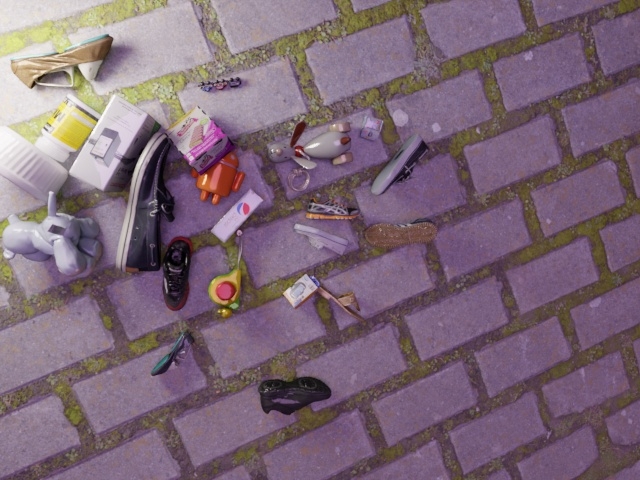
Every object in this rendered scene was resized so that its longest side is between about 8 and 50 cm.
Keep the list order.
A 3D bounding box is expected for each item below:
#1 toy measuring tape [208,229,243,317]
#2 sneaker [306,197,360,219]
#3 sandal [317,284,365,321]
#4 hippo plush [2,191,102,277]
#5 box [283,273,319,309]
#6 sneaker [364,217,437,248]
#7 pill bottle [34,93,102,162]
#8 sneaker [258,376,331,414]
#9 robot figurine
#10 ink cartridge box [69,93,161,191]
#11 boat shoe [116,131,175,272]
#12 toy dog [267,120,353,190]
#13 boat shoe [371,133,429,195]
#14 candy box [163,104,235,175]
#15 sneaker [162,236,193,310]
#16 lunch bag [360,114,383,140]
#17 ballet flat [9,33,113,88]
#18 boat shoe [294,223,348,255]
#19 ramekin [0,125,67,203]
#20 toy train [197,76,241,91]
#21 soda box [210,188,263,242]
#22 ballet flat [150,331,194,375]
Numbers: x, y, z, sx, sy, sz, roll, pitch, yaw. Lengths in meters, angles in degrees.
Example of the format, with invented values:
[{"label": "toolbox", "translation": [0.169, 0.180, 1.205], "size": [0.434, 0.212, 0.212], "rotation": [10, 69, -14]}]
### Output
[{"label": "toy measuring tape", "translation": [-0.355, 0.122, 1.494], "size": [0.121, 0.121, 0.330], "rotation": [3, 85, -10]}, {"label": "sneaker", "translation": [0.052, -0.120, 1.559], "size": [0.215, 0.084, 0.083], "rotation": [1, 89, -9]}, {"label": "sandal", "translation": [0.099, 0.229, 1.589], "size": [0.240, 0.088, 0.079], "rotation": [34, 94, -6]}, {"label": "hippo plush", "translation": [-0.897, 0.020, 1.314], "size": [0.236, 0.294, 0.234], "rotation": [-10, 74, -1]}, {"label": "box", "translation": [-0.070, 0.193, 1.565], "size": [0.136, 0.028, 0.081], "rotation": [-41, 60, -4]}, {"label": "sneaker", "translation": [0.329, -0.033, 1.616], "size": [0.282, 0.153, 0.099], "rotation": [-3, 98, 20]}, {"label": "pill bottle", "translation": [-0.852, -0.376, 1.358], "size": [0.119, 0.119, 0.208], "rotation": [35, 87, -11]}, {"label": "sneaker", "translation": [-0.100, 0.618, 1.586], "size": [0.286, 0.109, 0.130], "rotation": [0, 101, -1]}, {"label": "robot figurine", "translation": [-0.372, -0.240, 1.449], "size": [0.158, 0.128, 0.219], "rotation": [19, 91, 21]}, {"label": "ink cartridge box", "translation": [-0.678, -0.311, 1.349], "size": [0.121, 0.211, 0.289], "rotation": [30, 90, -12]}, {"label": "boat shoe", "translation": [-0.581, -0.120, 1.400], "size": [0.156, 0.187, 0.500], "rotation": [13, 97, -16]}, {"label": "toy dog", "translation": [-0.013, -0.341, 1.488], "size": [0.334, 0.161, 0.220], "rotation": [-32, 99, -6]}, {"label": "boat shoe", "translation": [0.319, -0.277, 1.581], "size": [0.105, 0.113, 0.306], "rotation": [43, 71, -16]}, {"label": "candy box", "translation": [-0.421, -0.351, 1.393], "size": [0.159, 0.071, 0.233], "rotation": [-41, 56, -6]}, {"label": "sneaker", "translation": [-0.521, 0.126, 1.448], "size": [0.098, 0.135, 0.276], "rotation": [7, 94, -12]}, {"label": "lunch bag", "translation": [0.199, -0.438, 1.575], "size": [0.071, 0.053, 0.083], "rotation": [17, 100, -10]}, {"label": "ballet flat", "translation": [-0.848, -0.590, 1.357], "size": [0.342, 0.116, 0.124], "rotation": [-19, 118, -8]}, {"label": "boat shoe", "translation": [0.000, 0.000, 1.556], "size": [0.226, 0.083, 0.076], "rotation": [18, 90, -12]}, {"label": "ramekin", "translation": [-0.950, -0.245, 1.286], "size": [0.273, 0.273, 0.127], "rotation": [38, 74, -11]}, {"label": "toy train", "translation": [-0.369, -0.572, 1.477], "size": [0.158, 0.027, 0.036], "rotation": [-12, 107, -10]}, {"label": "soda box", "translation": [-0.309, -0.093, 1.498], "size": [0.069, 0.074, 0.216], "rotation": [42, 87, -10]}, {"label": "ballet flat", "translation": [-0.544, 0.436, 1.501], "size": [0.074, 0.074, 0.203], "rotation": [39, 85, -11]}]
